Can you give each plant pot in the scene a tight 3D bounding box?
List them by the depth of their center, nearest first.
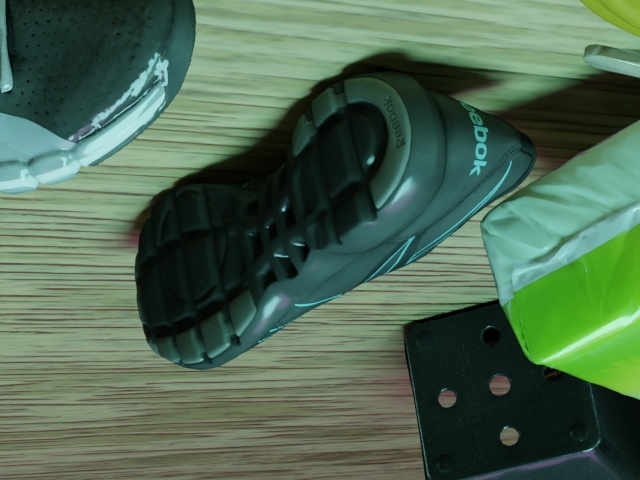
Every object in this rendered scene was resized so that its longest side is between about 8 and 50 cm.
[{"bbox_3d":[0.153,0.134,1.427,0.187,0.188,0.167,-15,150,13],"label":"plant pot"}]

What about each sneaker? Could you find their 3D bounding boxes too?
[{"bbox_3d":[-0.168,-0.065,0.706,0.228,0.086,0.132,-15,161,18],"label":"sneaker"},{"bbox_3d":[0.000,0.000,0.996,0.106,0.101,0.267,0,161,-39],"label":"sneaker"}]

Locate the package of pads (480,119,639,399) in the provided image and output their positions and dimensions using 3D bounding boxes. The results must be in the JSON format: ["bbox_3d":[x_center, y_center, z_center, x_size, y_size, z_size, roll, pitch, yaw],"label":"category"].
[{"bbox_3d":[0.254,-0.023,1.011,0.296,0.101,0.229,-29,158,18],"label":"package of pads"}]

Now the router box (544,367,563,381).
[{"bbox_3d":[0.232,0.105,1.595,0.122,0.038,0.092,-26,158,40],"label":"router box"}]

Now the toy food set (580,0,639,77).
[{"bbox_3d":[0.163,-0.127,0.758,0.128,0.071,0.218,11,165,11],"label":"toy food set"}]
